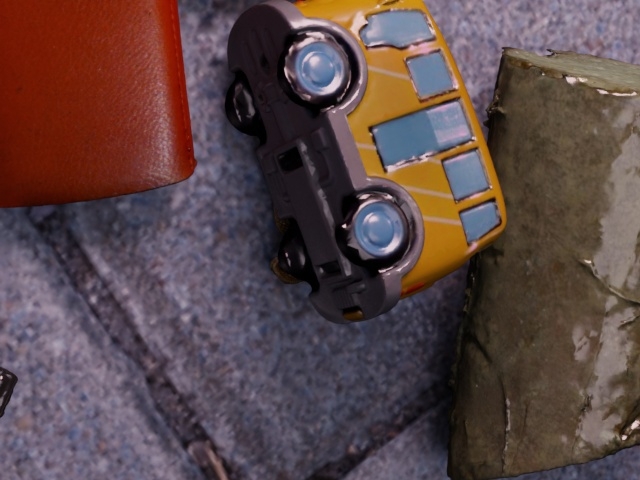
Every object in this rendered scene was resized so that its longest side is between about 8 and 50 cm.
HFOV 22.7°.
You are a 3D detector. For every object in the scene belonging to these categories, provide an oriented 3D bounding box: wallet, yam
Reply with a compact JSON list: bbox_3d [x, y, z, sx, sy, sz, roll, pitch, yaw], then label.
[{"bbox_3d":[-0.153,-0.117,0.965,0.142,0.045,0.204,-10,128,-9],"label":"wallet"},{"bbox_3d":[0.181,0.023,1.090,0.168,0.168,0.304,4,96,-20],"label":"yam"}]

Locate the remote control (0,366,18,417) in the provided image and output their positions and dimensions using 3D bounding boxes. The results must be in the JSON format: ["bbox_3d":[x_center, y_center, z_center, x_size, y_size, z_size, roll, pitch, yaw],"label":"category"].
[{"bbox_3d":[-0.308,0.063,0.994,0.245,0.025,0.063,28,88,-21],"label":"remote control"}]

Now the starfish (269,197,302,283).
[{"bbox_3d":[0.000,0.000,1.090,0.091,0.028,0.078,38,80,-18],"label":"starfish"}]

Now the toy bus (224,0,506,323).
[{"bbox_3d":[0.032,-0.063,1.027,0.136,0.126,0.210,-21,91,-23],"label":"toy bus"}]
